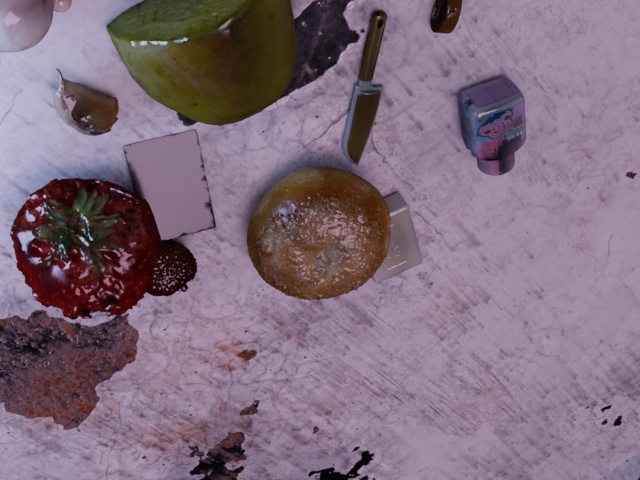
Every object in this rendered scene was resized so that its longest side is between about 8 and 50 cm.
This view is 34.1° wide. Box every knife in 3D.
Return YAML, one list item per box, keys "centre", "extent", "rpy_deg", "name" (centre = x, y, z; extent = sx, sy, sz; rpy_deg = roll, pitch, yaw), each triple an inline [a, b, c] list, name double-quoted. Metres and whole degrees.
- centre: [0.093, -0.283, 2.007]
  extent: [0.061, 0.027, 0.343]
  rpy_deg: [-7, 131, -24]
  name: "knife"

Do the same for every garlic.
- centre: [-0.417, -0.232, 1.804]
  extent: [0.152, 0.066, 0.084]
  rpy_deg: [23, 90, -41]
  name: "garlic"

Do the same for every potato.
- centre: [-0.150, -0.299, 1.756]
  extent: [0.330, 0.213, 0.280]
  rpy_deg: [-29, 134, 4]
  name: "potato"

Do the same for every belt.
- centre: [0.234, -0.421, 1.926]
  extent: [0.036, 0.059, 0.083]
  rpy_deg: [0, 128, -24]
  name: "belt"

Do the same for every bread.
- centre: [0.000, 0.000, 2.091]
  extent: [0.305, 0.159, 0.305]
  rpy_deg: [-2, 126, -3]
  name: "bread"

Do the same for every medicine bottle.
- centre: [0.351, -0.226, 2.125]
  extent: [0.119, 0.094, 0.188]
  rpy_deg: [-21, 134, -8]
  name: "medicine bottle"

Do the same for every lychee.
- centre: [-0.310, 0.051, 2.059]
  extent: [0.123, 0.123, 0.129]
  rpy_deg: [-32, 126, 5]
  name: "lychee"

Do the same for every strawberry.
- centre: [-0.422, 0.020, 1.915]
  extent: [0.274, 0.274, 0.220]
  rpy_deg: [-17, 170, -10]
  name: "strawberry"

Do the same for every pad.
- centre: [-0.284, -0.100, 1.980]
  extent: [0.143, 0.003, 0.211]
  rpy_deg: [-14, 119, -12]
  name: "pad"

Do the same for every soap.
- centre: [0.142, -0.005, 2.248]
  extent: [0.121, 0.064, 0.183]
  rpy_deg: [-23, 133, -3]
  name: "soap"

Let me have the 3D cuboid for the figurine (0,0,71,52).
- centre: [-0.450, -0.384, 1.608]
  extent: [0.144, 0.182, 0.257]
  rpy_deg: [42, 118, 1]
  name: "figurine"
